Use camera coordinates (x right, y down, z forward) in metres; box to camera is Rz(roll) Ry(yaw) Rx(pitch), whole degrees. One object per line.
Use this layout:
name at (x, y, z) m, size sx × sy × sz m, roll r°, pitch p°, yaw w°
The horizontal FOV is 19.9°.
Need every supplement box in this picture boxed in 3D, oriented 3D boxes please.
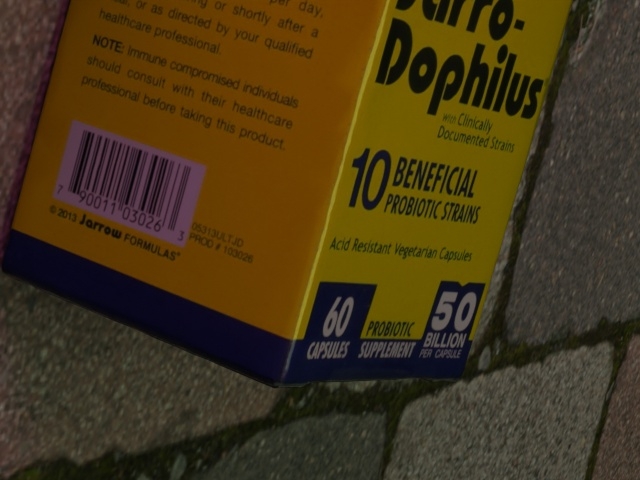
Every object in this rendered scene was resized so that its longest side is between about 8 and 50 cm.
supplement box at (0.002, -0.120, 0.969) m, size 0.194 × 0.195 × 0.356 m, roll 4°, pitch 103°, yaw -58°
